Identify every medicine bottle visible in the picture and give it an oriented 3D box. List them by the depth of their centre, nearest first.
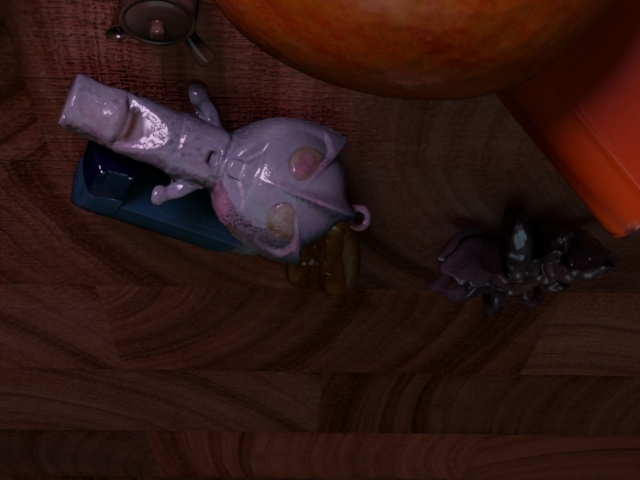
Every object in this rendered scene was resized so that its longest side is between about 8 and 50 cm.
[{"bbox_3d":[-0.166,-0.050,1.246,0.258,0.079,0.124,21,145,-36],"label":"medicine bottle"}]

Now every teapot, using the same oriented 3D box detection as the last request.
[{"bbox_3d":[-0.136,-0.194,0.965,0.085,0.080,0.110,-15,149,25],"label":"teapot"}]

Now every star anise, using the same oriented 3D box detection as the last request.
[{"bbox_3d":[0.248,0.028,1.381,0.236,0.093,0.229,-5,153,13],"label":"star anise"}]

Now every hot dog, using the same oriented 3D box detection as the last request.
[{"bbox_3d":[0.000,0.000,1.346,0.102,0.076,0.249,10,155,8],"label":"hot dog"}]

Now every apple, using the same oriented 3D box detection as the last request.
[{"bbox_3d":[0.070,-0.223,0.679,0.275,0.299,0.299,27,143,-24],"label":"apple"}]

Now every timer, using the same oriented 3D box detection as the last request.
[{"bbox_3d":[0.268,-0.155,0.848,0.257,0.161,0.250,-47,175,17],"label":"timer"}]

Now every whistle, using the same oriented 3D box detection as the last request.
[{"bbox_3d":[-0.098,-0.079,1.141,0.346,0.133,0.142,21,115,-19],"label":"whistle"}]
